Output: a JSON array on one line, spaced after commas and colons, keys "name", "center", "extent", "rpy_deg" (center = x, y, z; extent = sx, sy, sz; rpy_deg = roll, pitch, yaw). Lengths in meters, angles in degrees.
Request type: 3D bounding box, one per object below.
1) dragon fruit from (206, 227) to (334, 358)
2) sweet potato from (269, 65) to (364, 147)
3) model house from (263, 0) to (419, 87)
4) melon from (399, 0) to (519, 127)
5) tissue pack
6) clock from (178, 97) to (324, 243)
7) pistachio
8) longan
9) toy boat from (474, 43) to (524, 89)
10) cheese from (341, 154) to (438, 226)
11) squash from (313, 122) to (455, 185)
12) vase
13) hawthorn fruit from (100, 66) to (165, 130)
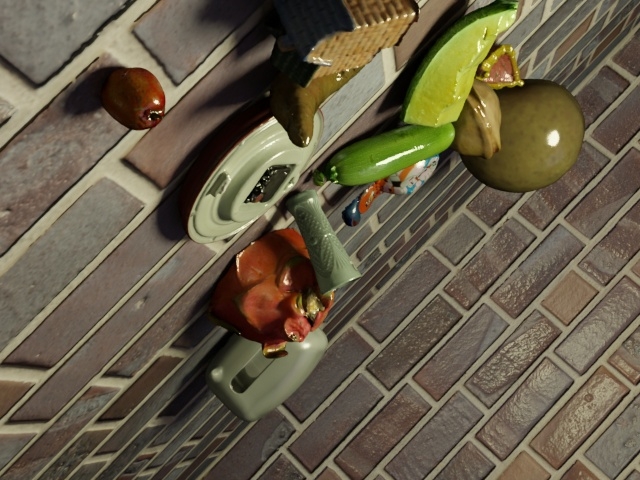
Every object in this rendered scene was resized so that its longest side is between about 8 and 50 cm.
[{"name": "dragon fruit", "center": [-0.088, 0.137, 1.629], "extent": [0.305, 0.226, 0.305], "rpy_deg": [-45, 164, -16]}, {"name": "sweet potato", "center": [-0.005, -0.253, 1.080], "extent": [0.124, 0.098, 0.310], "rpy_deg": [-8, -138, 48]}, {"name": "model house", "center": [-0.002, -0.300, 0.930], "extent": [0.172, 0.166, 0.183], "rpy_deg": [-25, 172, -20]}, {"name": "melon", "center": [0.295, -0.391, 1.505], "extent": [0.196, 0.124, 0.323], "rpy_deg": [-38, 161, -53]}, {"name": "tissue pack", "center": [-0.150, 0.328, 1.921], "extent": [0.333, 0.229, 0.236], "rpy_deg": [-47, 167, 3]}, {"name": "clock", "center": [-0.110, -0.113, 1.215], "extent": [0.318, 0.080, 0.318], "rpy_deg": [-42, 163, -16]}, {"name": "pistachio", "center": [0.359, -0.317, 1.712], "extent": [0.163, 0.212, 0.260], "rpy_deg": [-37, 154, -4]}, {"name": "longan", "center": [0.581, -0.309, 2.048], "extent": [0.361, 0.361, 0.361], "rpy_deg": [-42, 164, -15]}, {"name": "toy boat", "center": [0.454, -0.449, 1.833], "extent": [0.318, 0.099, 0.141], "rpy_deg": [-13, 140, -59]}, {"name": "cheese", "center": [0.175, -0.162, 1.746], "extent": [0.329, 0.129, 0.217], "rpy_deg": [-44, 163, -9]}, {"name": "squash", "center": [0.152, -0.195, 1.574], "extent": [0.379, 0.101, 0.101], "rpy_deg": [-20, 155, -22]}, {"name": "vase", "center": [0.000, 0.000, 1.510], "extent": [0.096, 0.219, 0.096], "rpy_deg": [-25, 174, -3]}, {"name": "hawthorn fruit", "center": [-0.216, -0.164, 0.819], "extent": [0.077, 0.077, 0.077], "rpy_deg": [-42, 164, -15]}]
